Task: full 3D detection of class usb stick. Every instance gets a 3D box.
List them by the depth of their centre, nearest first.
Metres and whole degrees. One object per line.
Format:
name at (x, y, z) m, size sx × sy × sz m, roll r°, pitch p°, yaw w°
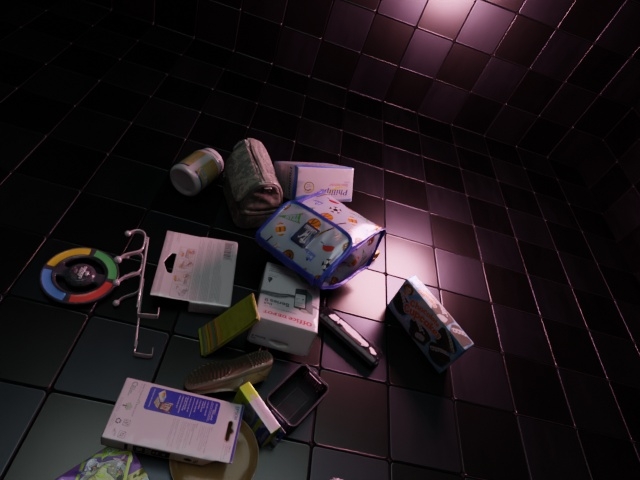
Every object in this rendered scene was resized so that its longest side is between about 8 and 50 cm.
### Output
usb stick at (0.102, 0.343, 1.584) m, size 0.278 × 0.045 × 0.077 m, roll 39°, pitch 39°, yaw 15°

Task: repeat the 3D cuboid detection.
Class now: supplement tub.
supplement tub at (-0.513, -0.290, 1.843) m, size 0.144 × 0.144 × 0.199 m, roll 31°, pitch 45°, yaw 6°

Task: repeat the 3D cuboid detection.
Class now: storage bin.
storage bin at (-0.077, 0.484, 1.349) m, size 0.122 × 0.084 × 0.180 m, roll 41°, pitch 48°, yaw 16°

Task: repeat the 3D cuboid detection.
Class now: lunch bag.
lunch bag at (0.000, 0.000, 1.622) m, size 0.328 × 0.239 × 0.385 m, roll 35°, pitch 38°, yaw 24°
lunch bag at (-0.274, -0.238, 1.816) m, size 0.212 × 0.256 × 0.305 m, roll -4°, pitch 50°, yaw -26°

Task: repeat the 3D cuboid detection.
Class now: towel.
towel at (-0.292, 0.265, 1.382) m, size 0.021 × 0.237 × 0.102 m, roll 34°, pitch 27°, yaw -50°

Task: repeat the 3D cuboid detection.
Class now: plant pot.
plant pot at (-0.288, 0.588, 1.200) m, size 0.236 × 0.032 × 0.236 m, roll 11°, pitch 46°, yaw -12°

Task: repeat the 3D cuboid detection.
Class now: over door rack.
over door rack at (-0.567, 0.160, 1.332) m, size 0.108 × 0.239 × 0.324 m, roll -3°, pitch 50°, yaw -28°

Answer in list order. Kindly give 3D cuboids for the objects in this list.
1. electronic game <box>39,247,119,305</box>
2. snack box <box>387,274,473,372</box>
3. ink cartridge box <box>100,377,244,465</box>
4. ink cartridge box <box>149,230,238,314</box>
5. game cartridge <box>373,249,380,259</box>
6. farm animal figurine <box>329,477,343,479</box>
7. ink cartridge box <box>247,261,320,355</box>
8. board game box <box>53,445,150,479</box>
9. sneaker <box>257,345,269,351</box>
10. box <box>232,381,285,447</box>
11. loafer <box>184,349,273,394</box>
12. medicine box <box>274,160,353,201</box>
electronic game at (-0.776, 0.113, 1.425) m, size 0.229 × 0.048 × 0.229 m, roll 12°, pitch 45°, yaw -12°
snack box at (0.398, 0.308, 1.639) m, size 0.060 × 0.187 × 0.322 m, roll -17°, pitch 57°, yaw -34°
ink cartridge box at (-0.384, 0.490, 1.177) m, size 0.333 × 0.065 × 0.165 m, roll 17°, pitch 43°, yaw -8°
ink cartridge box at (-0.437, 0.111, 1.557) m, size 0.261 × 0.066 × 0.296 m, roll 10°, pitch 46°, yaw -14°
game cartridge at (0.055, -0.010, 1.895) m, size 0.285 × 0.052 × 0.323 m, roll -18°, pitch 56°, yaw -34°
farm animal figurine at (-0.005, 0.772, 1.022) m, size 0.327 × 0.172 × 0.330 m, roll -5°, pitch 62°, yaw -35°
ink cartridge box at (-0.116, 0.228, 1.506) m, size 0.211 × 0.121 × 0.289 m, roll 17°, pitch 32°, yaw -9°
board game box at (-0.571, 0.647, 1.017) m, size 0.347 × 0.056 × 0.208 m, roll -26°, pitch 67°, yaw -38°
sneaker at (-0.184, 0.345, 1.453) m, size 0.047 × 0.057 × 0.119 m, roll 13°, pitch 44°, yaw -8°
box at (-0.181, 0.508, 1.264) m, size 0.042 × 0.109 × 0.178 m, roll -22°, pitch 60°, yaw -41°
loafer at (-0.269, 0.414, 1.327) m, size 0.268 × 0.092 × 0.102 m, roll -11°, pitch 24°, yaw -13°
medicine box at (-0.039, -0.260, 1.920) m, size 0.263 × 0.149 × 0.289 m, roll -2°, pitch 13°, yaw -25°
